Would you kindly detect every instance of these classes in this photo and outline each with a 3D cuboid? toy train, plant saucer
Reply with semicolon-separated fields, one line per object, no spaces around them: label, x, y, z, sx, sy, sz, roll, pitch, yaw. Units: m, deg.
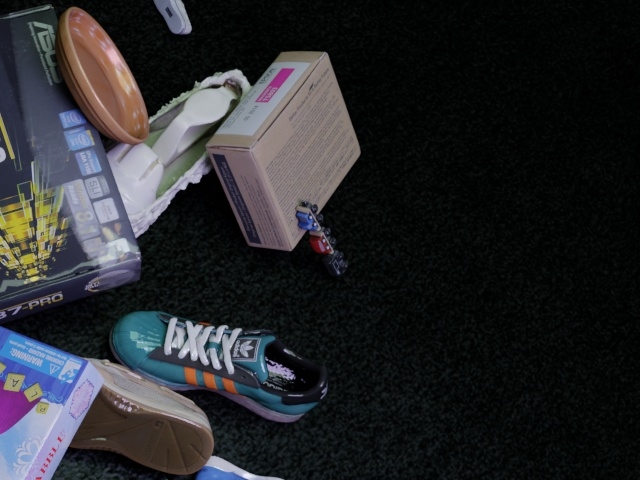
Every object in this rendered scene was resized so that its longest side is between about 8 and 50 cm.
toy train;0.000;0.000;1.990;0.036;0.027;0.158;-53;138;-24
plant saucer;-0.293;-0.212;1.808;0.037;0.200;0.200;-26;73;11

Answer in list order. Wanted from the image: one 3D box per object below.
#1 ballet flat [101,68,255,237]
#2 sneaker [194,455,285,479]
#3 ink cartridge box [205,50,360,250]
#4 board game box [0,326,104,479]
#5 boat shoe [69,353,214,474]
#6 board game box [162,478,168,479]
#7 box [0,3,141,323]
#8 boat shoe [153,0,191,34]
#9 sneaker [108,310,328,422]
ballet flat;-0.236;-0.123;1.926;0.147;0.147;0.409;45;54;1
sneaker;-0.097;0.347;1.788;0.152;0.058;0.085;24;50;-9
ink cartridge box;-0.049;-0.133;1.991;0.235;0.088;0.193;-54;137;-37
board game box;-0.455;0.229;1.524;0.318;0.066;0.318;18;67;18
boat shoe;-0.280;0.206;1.757;0.302;0.109;0.098;23;17;-14
board game box;-0.138;0.396;1.674;0.259;0.030;0.136;39;19;19
box;-0.442;-0.087;1.776;0.318;0.097;0.395;-16;71;-15
boat shoe;-0.228;-0.362;2.122;0.035;0.035;0.100;0;57;-57
sneaker;-0.129;0.152;1.838;0.302;0.121;0.108;20;57;-17
